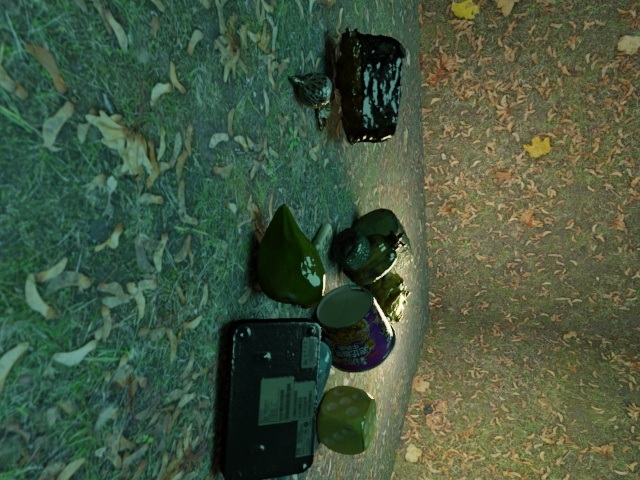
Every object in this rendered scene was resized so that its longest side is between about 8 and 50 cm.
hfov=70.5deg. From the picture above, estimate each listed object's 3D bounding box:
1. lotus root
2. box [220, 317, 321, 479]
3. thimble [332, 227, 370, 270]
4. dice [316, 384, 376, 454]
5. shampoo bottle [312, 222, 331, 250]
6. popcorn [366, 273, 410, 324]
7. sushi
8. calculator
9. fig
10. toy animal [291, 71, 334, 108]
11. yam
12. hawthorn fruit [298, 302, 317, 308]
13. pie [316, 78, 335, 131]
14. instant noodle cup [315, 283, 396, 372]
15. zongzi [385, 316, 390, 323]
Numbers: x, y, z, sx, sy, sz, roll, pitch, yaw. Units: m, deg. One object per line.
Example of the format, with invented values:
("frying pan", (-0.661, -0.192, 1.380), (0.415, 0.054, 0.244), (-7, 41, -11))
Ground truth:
("lotus root", (0.201, 0.051, 1.645), (0.154, 0.278, 0.154), (45, 15, -16))
("box", (-0.110, 0.350, 1.011), (0.212, 0.058, 0.349), (2, 91, -26))
("thimble", (0.104, 0.029, 1.566), (0.090, 0.119, 0.135), (40, 72, -46))
("dice", (0.093, 0.623, 1.576), (0.169, 0.170, 0.166), (-51, 139, -55))
("shampoo bottle", (0.000, 0.000, 1.421), (0.141, 0.034, 0.048), (-57, 152, -50))
("popcorn", (0.291, 0.250, 1.990), (0.250, 0.190, 0.249), (10, 90, -77))
("sushi", (0.144, -0.487, 1.471), (0.234, 0.208, 0.348), (-148, -124, -68))
("calculator", (-0.048, 0.484, 1.245), (0.256, 0.055, 0.386), (-54, 162, -62))
("fig", (-0.083, 0.054, 1.069), (0.233, 0.167, 0.167), (58, 36, -20))
("toy animal", (-0.016, -0.414, 1.226), (0.137, 0.098, 0.098), (18, 76, -67))
("yam", (0.246, 0.001, 1.830), (0.201, 0.203, 0.271), (55, 0, 33))
("hawthorn fruit", (-0.039, 0.162, 1.306), (0.077, 0.077, 0.077), (4, 90, -68))
("pie", (0.016, -0.430, 1.392), (0.088, 0.033, 0.190), (52, 45, -50))
("instant noodle cup", (0.104, 0.274, 1.480), (0.190, 0.252, 0.251), (67, 33, -33))
("zongzi", (0.220, 0.337, 1.860), (0.176, 0.160, 0.078), (19, 71, -66))
